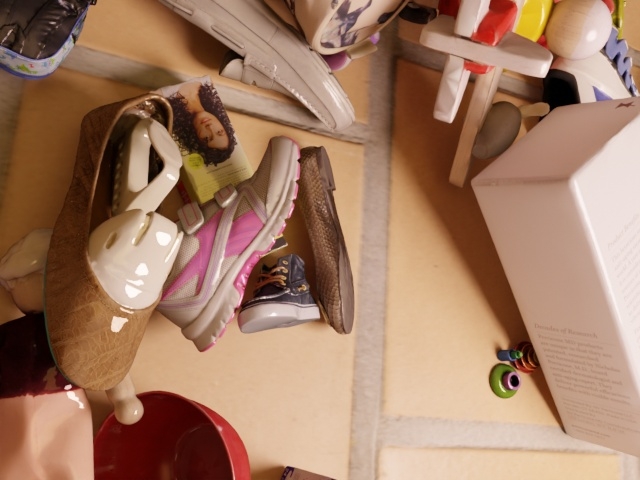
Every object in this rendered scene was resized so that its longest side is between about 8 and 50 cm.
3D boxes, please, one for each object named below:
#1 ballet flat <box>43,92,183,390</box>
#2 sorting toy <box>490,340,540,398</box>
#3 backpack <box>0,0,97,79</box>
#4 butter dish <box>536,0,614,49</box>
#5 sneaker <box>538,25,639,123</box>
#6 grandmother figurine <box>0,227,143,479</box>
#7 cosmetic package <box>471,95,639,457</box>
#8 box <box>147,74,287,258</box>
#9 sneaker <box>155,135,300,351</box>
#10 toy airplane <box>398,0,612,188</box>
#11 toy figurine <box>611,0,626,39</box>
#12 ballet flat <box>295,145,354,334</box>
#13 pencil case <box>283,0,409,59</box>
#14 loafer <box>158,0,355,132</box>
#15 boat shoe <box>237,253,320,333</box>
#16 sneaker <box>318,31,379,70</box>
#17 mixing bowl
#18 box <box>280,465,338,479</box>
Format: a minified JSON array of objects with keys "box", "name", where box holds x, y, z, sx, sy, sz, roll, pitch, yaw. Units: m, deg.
[{"box":[-0.192,-0.026,0.679,0.116,0.124,0.343,37,36,-40],"name":"ballet flat"},{"box":[0.293,0.186,0.996,0.102,0.042,0.061,-44,100,-28],"name":"sorting toy"},{"box":[-0.323,-0.238,0.746,0.105,0.084,0.114,26,63,-20],"name":"backpack"},{"box":[0.352,-0.394,1.056,0.118,0.159,0.160,-13,80,-64],"name":"butter dish"},{"box":[0.463,-0.190,1.134,0.182,0.127,0.315,-44,106,-14],"name":"sneaker"},{"box":[-0.283,0.154,0.676,0.207,0.104,0.343,0,76,-13],"name":"grandmother figurine"},{"box":[0.406,0.056,0.950,0.230,0.161,0.453,-37,113,-29],"name":"cosmetic package"},{"box":[-0.131,-0.078,0.826,0.087,0.058,0.232,-26,92,-28],"name":"box"},{"box":[-0.107,-0.012,0.734,0.111,0.103,0.252,30,83,-8],"name":"sneaker"},{"box":[0.254,-0.291,0.882,0.272,0.386,0.385,9,79,-3],"name":"toy airplane"},{"box":[0.409,-0.508,1.187,0.217,0.191,0.363,2,84,4],"name":"toy figurine"},{"box":[0.000,0.000,0.879,0.058,0.084,0.250,-11,86,11],"name":"ballet flat"},{"box":[-0.056,-0.412,0.817,0.160,0.183,0.410,-38,85,-10],"name":"pencil case"},{"box":[-0.085,-0.248,0.873,0.319,0.112,0.111,42,100,-18],"name":"loafer"},{"box":[-0.056,0.059,0.789,0.065,0.183,0.083,-19,80,13],"name":"boat shoe"},{"box":[0.016,-0.360,0.952,0.104,0.095,0.237,-23,95,-36],"name":"sneaker"},{"box":[-0.142,0.245,0.704,0.098,0.181,0.182,16,67,-65],"name":"mixing bowl"},{"box":[0.023,0.324,0.770,0.126,0.137,0.072,34,66,-17],"name":"box"}]
